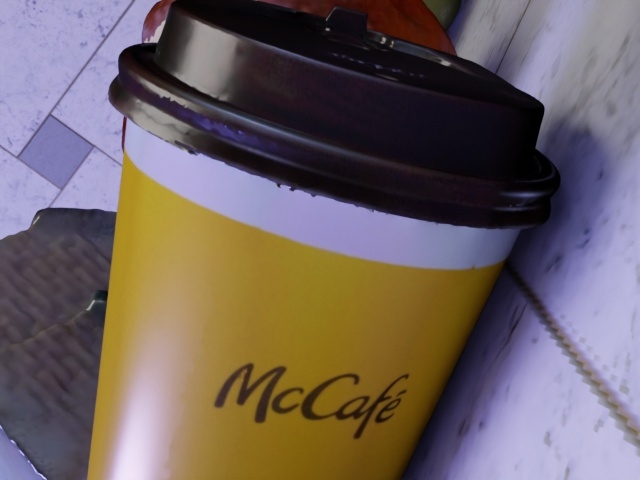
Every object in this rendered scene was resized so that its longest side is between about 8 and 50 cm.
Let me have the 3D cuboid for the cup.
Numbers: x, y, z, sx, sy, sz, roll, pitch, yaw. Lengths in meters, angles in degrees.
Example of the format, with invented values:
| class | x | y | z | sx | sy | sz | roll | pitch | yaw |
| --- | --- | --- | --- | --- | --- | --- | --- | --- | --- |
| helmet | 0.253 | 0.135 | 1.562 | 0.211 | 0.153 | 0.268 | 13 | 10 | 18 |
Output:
| class | x | y | z | sx | sy | sz | roll | pitch | yaw |
| --- | --- | --- | --- | --- | --- | --- | --- | --- | --- |
| cup | -0.018 | 0.036 | 0.425 | 0.196 | 0.196 | 0.279 | -83 | 10 | -73 |

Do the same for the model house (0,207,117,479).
| class | x | y | z | sx | sy | sz | roll | pitch | yaw |
| --- | --- | --- | --- | --- | --- | --- | --- | --- | --- |
| model house | -0.173 | 0.127 | 0.748 | 0.284 | 0.298 | 0.243 | -32 | -31 | -38 |

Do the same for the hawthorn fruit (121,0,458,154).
| class | x | y | z | sx | sy | sz | roll | pitch | yaw |
| --- | --- | --- | --- | --- | --- | --- | --- | --- | --- |
| hawthorn fruit | -0.002 | -0.094 | 0.677 | 0.272 | 0.242 | 0.242 | -24 | -35 | -55 |

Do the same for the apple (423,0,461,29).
| class | x | y | z | sx | sy | sz | roll | pitch | yaw |
| --- | --- | --- | --- | --- | --- | --- | --- | --- | --- |
| apple | 0.007 | -0.241 | 0.994 | 0.292 | 0.292 | 0.254 | -62 | 2 | 45 |
